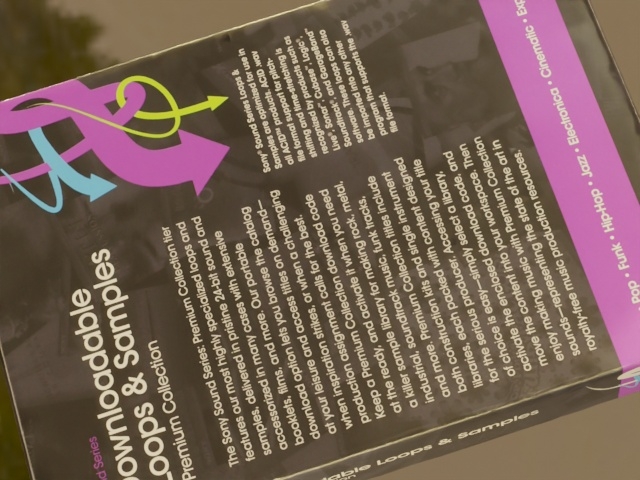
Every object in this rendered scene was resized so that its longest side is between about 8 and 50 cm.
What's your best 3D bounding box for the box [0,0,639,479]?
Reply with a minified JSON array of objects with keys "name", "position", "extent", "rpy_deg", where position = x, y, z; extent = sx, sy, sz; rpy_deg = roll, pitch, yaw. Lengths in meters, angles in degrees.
[{"name":"box","position":[0.000,0.000,0.456],"extent":[0.029,0.162,0.116],"rpy_deg":[79,-6,-66]}]
